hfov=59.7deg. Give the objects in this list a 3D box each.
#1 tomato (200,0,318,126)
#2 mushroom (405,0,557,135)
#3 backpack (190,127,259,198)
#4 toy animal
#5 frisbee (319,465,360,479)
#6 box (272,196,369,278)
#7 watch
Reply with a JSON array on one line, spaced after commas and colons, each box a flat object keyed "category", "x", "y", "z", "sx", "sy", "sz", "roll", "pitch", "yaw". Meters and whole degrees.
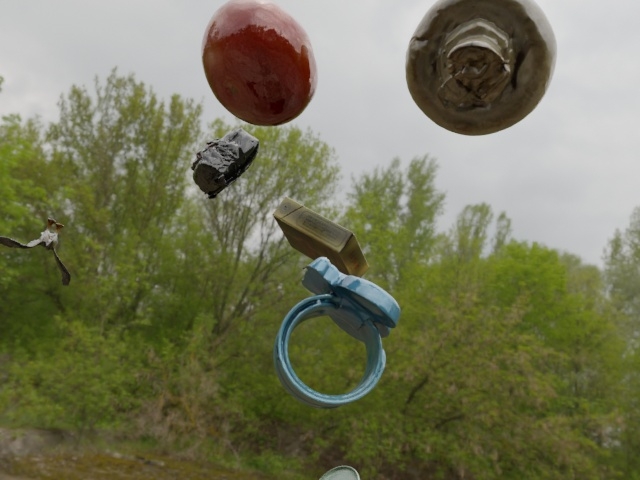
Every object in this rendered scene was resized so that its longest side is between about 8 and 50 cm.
[{"category": "tomato", "x": -0.095, "y": -0.264, "z": 0.847, "sx": 0.195, "sy": 0.136, "sz": 0.195, "roll": 28, "pitch": -27, "yaw": 16}, {"category": "mushroom", "x": 0.238, "y": -0.274, "z": 0.853, "sx": 0.226, "sy": 0.227, "sz": 0.178, "roll": -1, "pitch": 13, "yaw": 31}, {"category": "backpack", "x": -0.216, "y": -0.184, "z": 1.260, "sx": 0.105, "sy": 0.165, "sz": 0.120, "roll": 41, "pitch": -31, "yaw": -9}, {"category": "toy animal", "x": -0.919, "y": 0.000, "z": 1.859, "sx": 0.272, "sy": 0.160, "sz": 0.197, "roll": 29, "pitch": -43, "yaw": -28}, {"category": "frisbee", "x": 0.033, "y": 0.514, "z": 1.149, "sx": 0.110, "sy": 0.110, "sz": 0.014, "roll": -9, "pitch": -58, "yaw": 44}, {"category": "box", "x": 0.000, "y": 0.000, "z": 1.418, "sx": 0.240, "sy": 0.071, "sz": 0.159, "roll": 30, "pitch": -18, "yaw": 34}, {"category": "watch", "x": 0.011, "y": 0.156, "z": 0.875, "sx": 0.210, "sy": 0.193, "sz": 0.211, "roll": 30, "pitch": -23, "yaw": 14}]
